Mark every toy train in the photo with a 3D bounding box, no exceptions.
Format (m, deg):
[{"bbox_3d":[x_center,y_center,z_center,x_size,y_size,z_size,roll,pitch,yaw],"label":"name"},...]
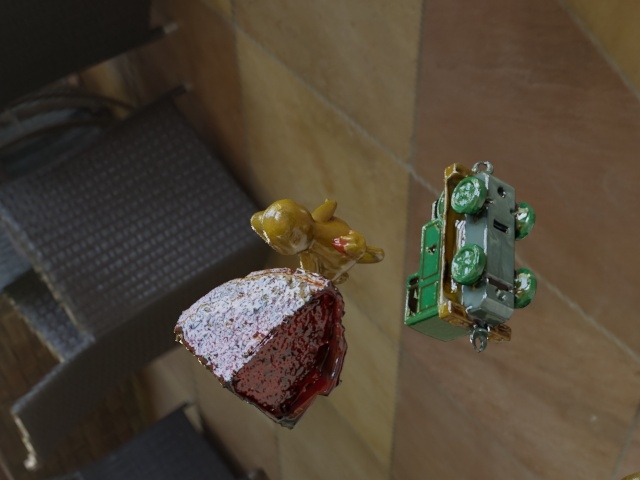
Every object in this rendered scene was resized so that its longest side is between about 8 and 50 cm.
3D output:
[{"bbox_3d":[0.154,0.019,1.097,0.136,0.091,0.228,-31,45,45],"label":"toy train"}]

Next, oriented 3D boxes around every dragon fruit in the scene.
[{"bbox_3d":[-0.044,0.092,1.027,0.127,0.161,0.120,47,-176,40],"label":"dragon fruit"}]

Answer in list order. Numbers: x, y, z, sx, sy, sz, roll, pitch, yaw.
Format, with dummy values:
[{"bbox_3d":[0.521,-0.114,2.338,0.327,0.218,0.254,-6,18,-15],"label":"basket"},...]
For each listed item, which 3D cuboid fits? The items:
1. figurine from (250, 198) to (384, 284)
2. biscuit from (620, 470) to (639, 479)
[{"bbox_3d":[0.002,0.000,1.247,0.122,0.121,0.176,6,168,43],"label":"figurine"},{"bbox_3d":[0.429,0.431,1.215,0.359,0.046,0.359,-37,46,51],"label":"biscuit"}]
